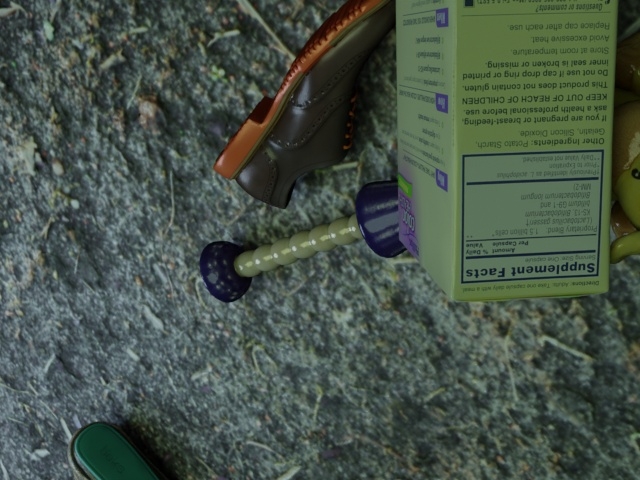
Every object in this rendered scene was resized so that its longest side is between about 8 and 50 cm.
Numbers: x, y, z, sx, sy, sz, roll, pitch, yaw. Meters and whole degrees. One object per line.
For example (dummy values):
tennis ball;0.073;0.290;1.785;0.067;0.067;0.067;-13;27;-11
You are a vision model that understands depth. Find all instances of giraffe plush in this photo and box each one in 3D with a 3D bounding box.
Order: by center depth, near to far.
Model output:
giraffe plush;0.265;-0.056;0.711;0.210;0.170;0.181;21;115;23

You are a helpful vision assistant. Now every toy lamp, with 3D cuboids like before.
toy lamp;0.000;0.000;0.941;0.274;0.080;0.080;-18;96;36

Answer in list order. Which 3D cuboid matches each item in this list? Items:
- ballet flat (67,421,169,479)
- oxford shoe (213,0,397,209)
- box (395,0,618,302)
ballet flat;-0.205;0.363;1.173;0.316;0.107;0.106;48;143;15
oxford shoe;0.006;-0.137;0.897;0.098;0.097;0.271;38;127;-9
box;0.135;-0.097;0.725;0.117;0.213;0.243;-2;102;-6
